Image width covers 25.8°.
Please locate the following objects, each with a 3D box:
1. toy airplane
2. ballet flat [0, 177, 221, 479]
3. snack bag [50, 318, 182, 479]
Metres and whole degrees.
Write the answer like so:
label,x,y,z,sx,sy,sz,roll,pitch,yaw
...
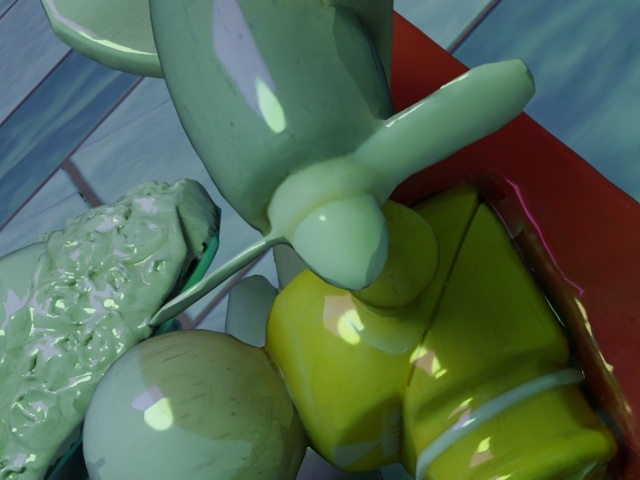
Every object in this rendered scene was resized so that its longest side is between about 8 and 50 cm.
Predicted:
label,x,y,z,sx,sy,sz,roll,pitch,yaw
toy airplane,0.000,0.000,0.575,0.272,0.386,0.384,-41,25,-17
ballet flat,-0.214,0.117,0.778,0.409,0.147,0.147,-55,28,3
snack bag,-0.205,0.238,0.821,0.342,0.037,0.323,-45,22,41
